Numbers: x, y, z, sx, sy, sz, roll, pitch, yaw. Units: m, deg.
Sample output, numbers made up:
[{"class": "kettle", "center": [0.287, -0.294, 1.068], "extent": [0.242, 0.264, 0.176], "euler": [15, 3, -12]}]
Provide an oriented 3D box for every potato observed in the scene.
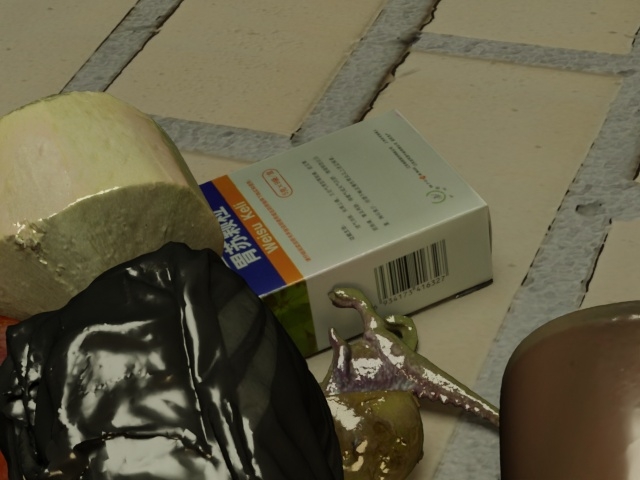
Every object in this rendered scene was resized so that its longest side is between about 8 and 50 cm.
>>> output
[{"class": "potato", "center": [0.007, 0.182, 1.410], "extent": [0.172, 0.089, 0.100], "euler": [-6, 74, 0]}]

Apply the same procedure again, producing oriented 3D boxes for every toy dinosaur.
[{"class": "toy dinosaur", "center": [0.080, 0.138, 1.517], "extent": [0.251, 0.072, 0.199], "euler": [0, 49, -9]}]

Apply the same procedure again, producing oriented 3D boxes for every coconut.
[{"class": "coconut", "center": [-0.216, 0.000, 1.496], "extent": [0.239, 0.239, 0.244], "euler": [-19, 48, -13]}]

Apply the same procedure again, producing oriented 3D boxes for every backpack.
[{"class": "backpack", "center": [-0.093, 0.250, 1.182], "extent": [0.255, 0.363, 0.445], "euler": [-23, 49, 8]}]

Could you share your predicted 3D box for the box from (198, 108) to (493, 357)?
[{"class": "box", "center": [0.000, 0.000, 1.647], "extent": [0.299, 0.106, 0.200], "euler": [-21, 41, -15]}]

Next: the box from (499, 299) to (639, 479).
[{"class": "box", "center": [0.268, 0.212, 1.209], "extent": [0.301, 0.301, 0.216], "euler": [0, 44, 9]}]

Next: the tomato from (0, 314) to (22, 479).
[{"class": "tomato", "center": [-0.306, 0.186, 1.366], "extent": [0.265, 0.265, 0.265], "euler": [-5, 39, 4]}]
